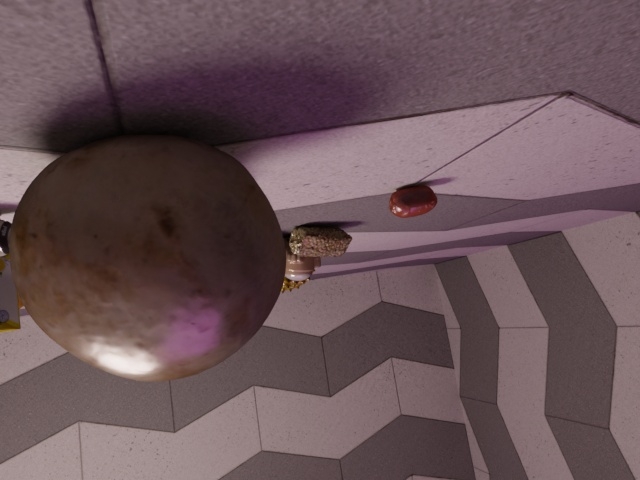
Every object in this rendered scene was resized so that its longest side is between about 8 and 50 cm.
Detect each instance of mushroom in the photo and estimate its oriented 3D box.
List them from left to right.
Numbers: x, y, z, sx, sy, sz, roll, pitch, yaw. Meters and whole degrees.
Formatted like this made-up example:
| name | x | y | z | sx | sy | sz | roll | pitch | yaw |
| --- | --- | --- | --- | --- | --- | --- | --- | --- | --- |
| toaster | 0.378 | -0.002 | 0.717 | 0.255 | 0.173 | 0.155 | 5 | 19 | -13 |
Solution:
| name | x | y | z | sx | sy | sz | roll | pitch | yaw |
| --- | --- | --- | --- | --- | --- | --- | --- | --- | --- |
| mushroom | -0.188 | 0.003 | 0.540 | 0.298 | 0.297 | 0.290 | -9 | -152 | 5 |

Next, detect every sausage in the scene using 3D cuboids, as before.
| name | x | y | z | sx | sy | sz | roll | pitch | yaw |
| --- | --- | --- | --- | --- | --- | --- | --- | --- | --- |
| sausage | 0.181 | -0.077 | 0.867 | 0.094 | 0.059 | 0.054 | -10 | 171 | 2 |

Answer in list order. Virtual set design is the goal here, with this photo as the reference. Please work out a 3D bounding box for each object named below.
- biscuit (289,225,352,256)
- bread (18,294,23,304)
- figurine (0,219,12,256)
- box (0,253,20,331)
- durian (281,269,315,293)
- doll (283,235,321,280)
| name | x | y | z | sx | sy | sz | roll | pitch | yaw |
| --- | --- | --- | --- | --- | --- | --- | --- | --- | --- |
| biscuit | 0.000 | 0.000 | 1.136 | 0.169 | 0.082 | 0.070 | 0 | -150 | -40 |
| bread | -0.791 | 0.125 | 1.062 | 0.136 | 0.107 | 0.241 | -7 | 172 | -31 |
| figurine | -0.487 | -0.001 | 0.619 | 0.146 | 0.081 | 0.098 | -10 | 171 | 11 |
| box | -0.748 | 0.119 | 0.872 | 0.265 | 0.168 | 0.097 | -12 | 174 | 10 |
| durian | -0.157 | 0.074 | 1.374 | 0.261 | 0.153 | 0.186 | -21 | 143 | 22 |
| doll | -0.138 | 0.044 | 1.173 | 0.278 | 0.119 | 0.154 | 3 | -178 | -26 |
